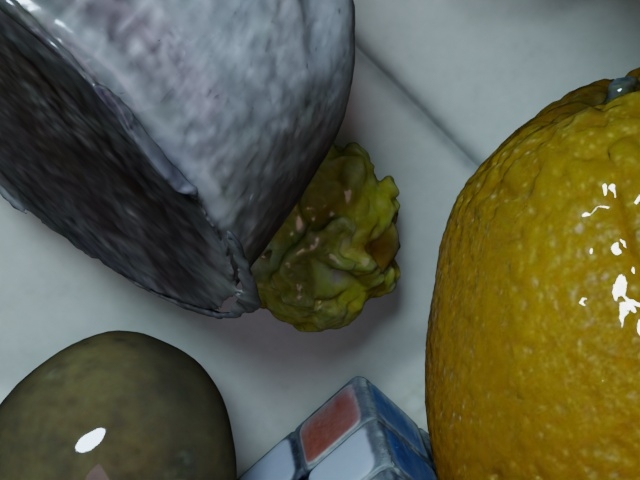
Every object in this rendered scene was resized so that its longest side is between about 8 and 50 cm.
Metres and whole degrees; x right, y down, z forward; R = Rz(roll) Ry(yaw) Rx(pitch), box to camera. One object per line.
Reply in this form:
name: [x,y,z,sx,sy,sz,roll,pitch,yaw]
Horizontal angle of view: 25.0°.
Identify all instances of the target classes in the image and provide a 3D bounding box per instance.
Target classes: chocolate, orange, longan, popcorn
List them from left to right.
longan: [-0.134,0.149,0.910,0.167,0.167,0.187,23,108,-18]
chocolate: [-0.094,-0.130,0.743,0.303,0.303,0.213,46,70,-24]
popcorn: [0.000,0.000,0.891,0.116,0.106,0.121,33,106,-11]
orange: [0.212,0.077,0.842,0.322,0.322,0.357,-14,104,-2]

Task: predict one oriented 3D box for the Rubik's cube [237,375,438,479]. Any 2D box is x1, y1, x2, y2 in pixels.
Rubik's cube: [0.035,0.296,0.948,0.253,0.259,0.256,-42,113,13]
